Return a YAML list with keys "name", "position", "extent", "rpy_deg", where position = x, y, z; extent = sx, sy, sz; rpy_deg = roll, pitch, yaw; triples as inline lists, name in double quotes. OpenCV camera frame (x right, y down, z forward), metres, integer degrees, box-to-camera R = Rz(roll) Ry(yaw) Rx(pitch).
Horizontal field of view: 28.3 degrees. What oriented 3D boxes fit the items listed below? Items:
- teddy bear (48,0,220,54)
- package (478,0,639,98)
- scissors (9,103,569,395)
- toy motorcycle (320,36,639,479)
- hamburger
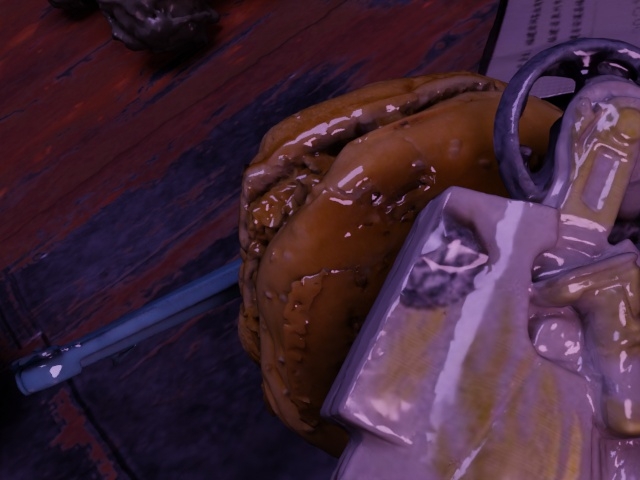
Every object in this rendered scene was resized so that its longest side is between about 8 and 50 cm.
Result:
- name: "teddy bear"
  position: [-0.124, -0.369, 1.323]
  extent: [0.368, 0.224, 0.357]
  rpy_deg: [-27, 30, -22]
- name: "package"
  position: [0.217, -0.159, 0.850]
  extent: [0.204, 0.062, 0.251]
  rpy_deg: [-7, 25, 24]
- name: "scissors"
  position: [0.000, 0.001, 0.747]
  extent: [0.393, 0.032, 0.180]
  rpy_deg: [-26, 5, -29]
- name: "toy motorcycle"
  position: [0.110, 0.084, 0.536]
  extent: [0.340, 0.223, 0.108]
  rpy_deg: [-61, 2, -12]
- name: "hamburger"
  position: [0.054, 0.018, 0.655]
  extent: [0.214, 0.213, 0.108]
  rpy_deg: [-37, 34, -8]
